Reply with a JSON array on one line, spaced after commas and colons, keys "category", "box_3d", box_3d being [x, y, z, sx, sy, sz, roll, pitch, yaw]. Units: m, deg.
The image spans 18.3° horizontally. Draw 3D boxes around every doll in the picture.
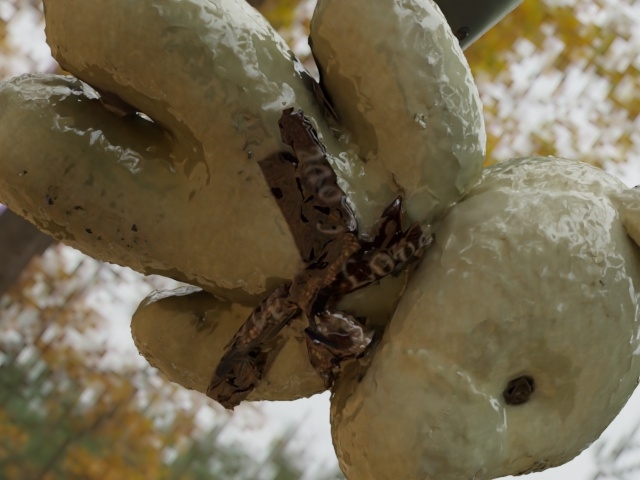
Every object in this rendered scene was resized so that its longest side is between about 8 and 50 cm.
[{"category": "doll", "box_3d": [-0.002, 0.004, 0.746, 0.278, 0.149, 0.175, 29, -30, -5]}]

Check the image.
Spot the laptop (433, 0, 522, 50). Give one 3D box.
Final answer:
[{"category": "laptop", "box_3d": [0.115, -0.263, 1.429, 0.015, 0.187, 0.269, 50, -1, 41]}]
